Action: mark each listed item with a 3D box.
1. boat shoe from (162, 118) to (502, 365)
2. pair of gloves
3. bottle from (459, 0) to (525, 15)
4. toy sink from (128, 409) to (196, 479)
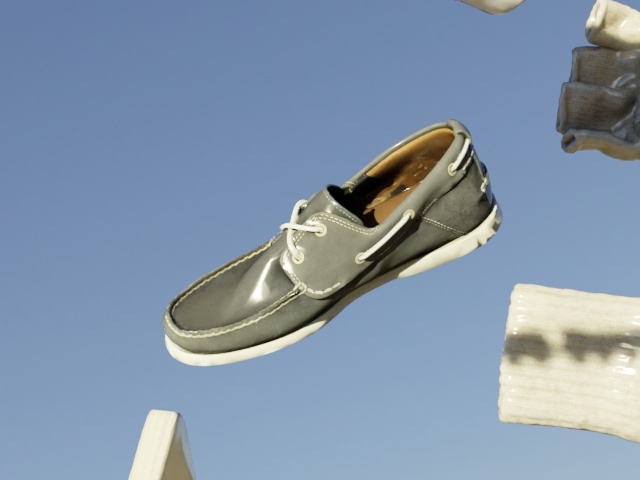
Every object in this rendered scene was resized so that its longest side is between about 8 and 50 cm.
[{"bbox_3d":[0.000,0.000,1.207,0.233,0.084,0.079,-27,-49,-7],"label":"boat shoe"},{"bbox_3d":[0.207,-0.001,0.962,0.204,0.240,0.042,13,6,-3],"label":"pair of gloves"},{"bbox_3d":[-0.049,-0.154,0.613,0.283,0.118,0.092,22,-16,-21],"label":"bottle"},{"bbox_3d":[-0.030,0.213,0.885,0.131,0.234,0.153,3,-46,9],"label":"toy sink"}]
